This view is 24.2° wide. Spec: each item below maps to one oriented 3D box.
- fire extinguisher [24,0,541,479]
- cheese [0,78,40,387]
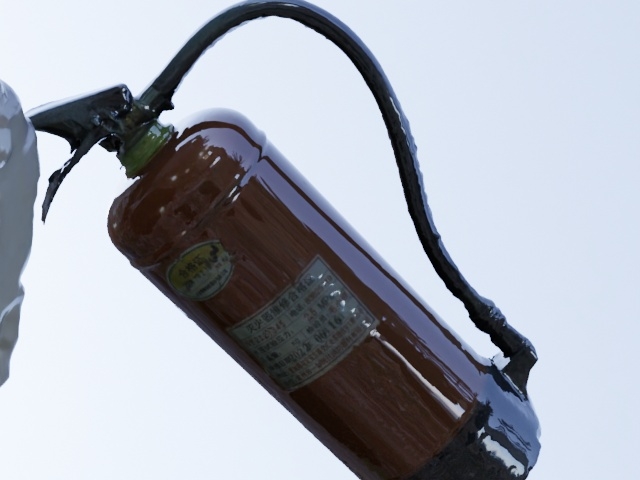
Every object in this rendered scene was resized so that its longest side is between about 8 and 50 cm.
[{"bbox_3d":[-0.006,0.003,0.925,0.376,0.200,0.113,43,-23,-16],"label":"fire extinguisher"},{"bbox_3d":[-0.290,0.034,0.716,0.153,0.332,0.292,26,-49,27],"label":"cheese"}]
